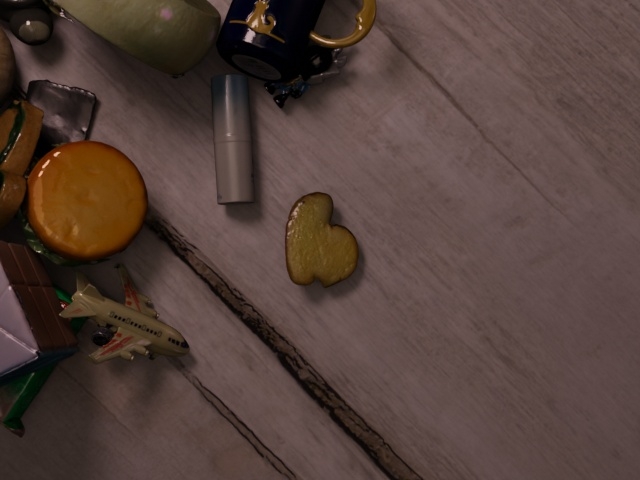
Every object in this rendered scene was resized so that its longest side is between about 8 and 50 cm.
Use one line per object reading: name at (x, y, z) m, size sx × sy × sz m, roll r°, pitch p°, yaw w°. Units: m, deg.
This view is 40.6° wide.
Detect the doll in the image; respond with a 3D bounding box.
doll at (-0.020, -0.343, 1.714) m, size 0.195 × 0.070 × 0.096 m, roll -37°, pitch 76°, yaw 3°

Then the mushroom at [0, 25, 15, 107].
mushroom at (-0.691, -0.316, 1.644) m, size 0.189 × 0.195 × 0.253 m, roll 39°, pitch 89°, yaw -1°

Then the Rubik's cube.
Rubik's cube at (-0.592, 0.145, 1.510) m, size 0.231 × 0.224 × 0.221 m, roll -25°, pitch 86°, yaw -1°

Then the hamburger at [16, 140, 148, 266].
hamburger at (-0.454, -0.070, 1.635) m, size 0.246 × 0.170 × 0.246 m, roll 1°, pitch 87°, yaw -25°

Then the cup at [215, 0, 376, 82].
cup at (-0.050, -0.438, 1.626) m, size 0.255 × 0.178 × 0.256 m, roll 13°, pitch 80°, yaw 36°

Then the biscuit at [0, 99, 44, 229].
biscuit at (-0.615, -0.099, 1.603) m, size 0.057 × 0.287 × 0.343 m, roll 26°, pitch 95°, yaw -34°

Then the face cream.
face cream at (-0.172, -0.197, 1.701) m, size 0.077 × 0.077 × 0.250 m, roll -4°, pitch 89°, yaw -1°

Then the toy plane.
toy plane at (-0.367, 0.159, 1.648) m, size 0.104 × 0.242 × 0.256 m, roll -34°, pitch 121°, yaw 29°

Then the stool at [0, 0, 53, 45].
stool at (-0.570, -0.496, 1.664) m, size 0.153 × 0.139 × 0.228 m, roll -39°, pitch 85°, yaw -23°

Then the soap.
soap at (-0.581, 0.204, 1.668) m, size 0.218 × 0.098 × 0.273 m, roll 33°, pitch 88°, yaw 3°

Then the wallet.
wallet at (-0.547, -0.174, 1.721) m, size 0.146 × 0.030 × 0.285 m, roll 14°, pitch 86°, yaw 3°

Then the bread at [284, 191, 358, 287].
bread at (0.000, 0.000, 1.707) m, size 0.149 × 0.065 × 0.187 m, roll 3°, pitch 84°, yaw -11°

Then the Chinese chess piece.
Chinese chess piece at (-0.352, -0.443, 1.577) m, size 0.349 × 0.349 × 0.146 m, roll 36°, pitch 104°, yaw 1°
